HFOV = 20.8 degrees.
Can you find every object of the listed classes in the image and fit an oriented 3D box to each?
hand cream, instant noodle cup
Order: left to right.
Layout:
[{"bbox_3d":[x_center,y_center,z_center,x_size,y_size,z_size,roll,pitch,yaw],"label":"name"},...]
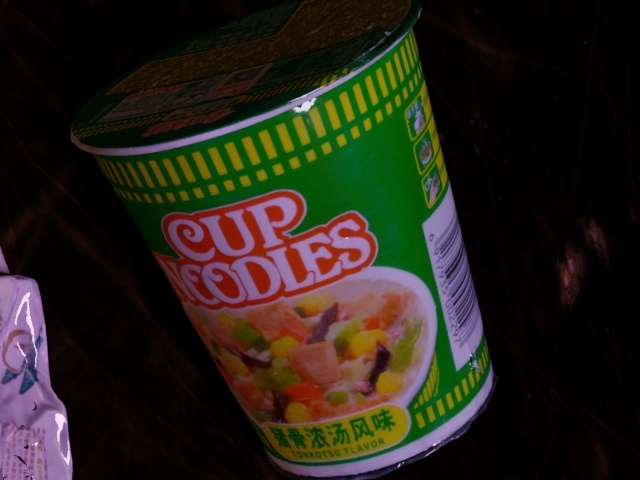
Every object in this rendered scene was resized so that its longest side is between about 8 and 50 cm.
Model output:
[{"bbox_3d":[-0.152,0.115,0.814,0.084,0.050,0.257,21,60,-56],"label":"hand cream"},{"bbox_3d":[0.000,0.000,0.986,0.233,0.207,0.207,67,30,-21],"label":"instant noodle cup"}]
